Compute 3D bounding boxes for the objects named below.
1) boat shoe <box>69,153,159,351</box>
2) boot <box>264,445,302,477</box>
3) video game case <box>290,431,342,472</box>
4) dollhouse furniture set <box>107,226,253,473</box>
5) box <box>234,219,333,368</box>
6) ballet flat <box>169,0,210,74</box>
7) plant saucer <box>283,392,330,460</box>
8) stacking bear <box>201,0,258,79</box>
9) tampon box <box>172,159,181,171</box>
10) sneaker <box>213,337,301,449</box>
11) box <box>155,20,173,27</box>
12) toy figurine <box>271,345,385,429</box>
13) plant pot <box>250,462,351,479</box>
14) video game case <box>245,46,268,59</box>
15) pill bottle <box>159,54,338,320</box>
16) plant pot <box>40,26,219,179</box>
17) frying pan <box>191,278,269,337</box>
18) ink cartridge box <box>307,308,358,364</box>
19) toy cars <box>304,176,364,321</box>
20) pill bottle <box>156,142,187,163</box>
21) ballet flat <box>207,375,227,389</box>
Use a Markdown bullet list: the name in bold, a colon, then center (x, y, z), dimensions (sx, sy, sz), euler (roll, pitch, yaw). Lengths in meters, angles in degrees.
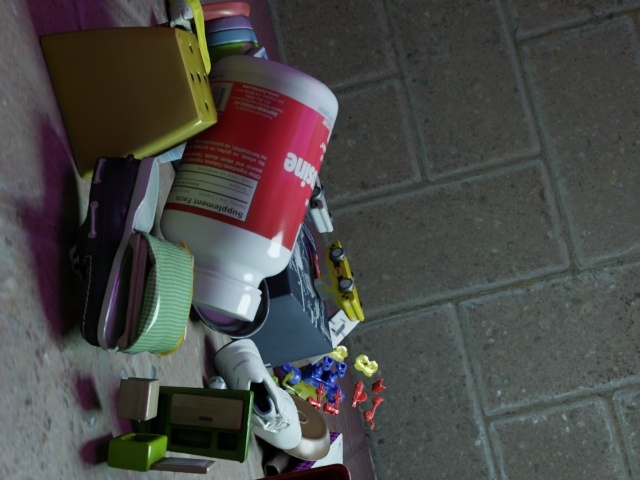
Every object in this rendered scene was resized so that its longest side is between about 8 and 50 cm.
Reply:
- **boat shoe**: center (-0.285, 0.011, 1.226), dimensions (0.114, 0.091, 0.302), euler (94, 2, -49)
- **boot**: center (-0.067, 0.541, 2.066), dimensions (0.207, 0.090, 0.248), euler (-57, 139, -61)
- **video game case**: center (-0.009, 0.565, 2.040), dimensions (0.232, 0.042, 0.210), euler (-30, 123, -65)
- **dollhouse furniture set**: center (-0.170, 0.146, 1.223), dimensions (0.197, 0.151, 0.301), euler (49, 45, -83)
- **box**: center (-0.116, 0.072, 2.039), dimensions (0.343, 0.179, 0.312), euler (59, 19, -59)
- **ballet flat**: center (-0.309, -0.487, 2.133), dimensions (0.077, 0.077, 0.230), euler (-23, 101, -66)
- **plant saucer**: center (-0.054, 0.396, 2.017), dimensions (0.199, 0.036, 0.198), euler (29, 23, -13)
- **stacking bear**: center (-0.233, -0.444, 2.331), dimensions (0.175, 0.164, 0.288), euler (-36, 116, -83)
- **tampon box**: center (-0.238, -0.164, 1.894), dimensions (0.120, 0.102, 0.161), euler (-96, 168, -55)
- **sneaker**: center (-0.113, 0.326, 1.796), dimensions (0.297, 0.111, 0.129), euler (60, -5, -38)
- **box**: center (-0.316, -0.360, 1.938), dimensions (0.207, 0.036, 0.114), euler (-97, 170, -47)
- **toy figurine**: center (-0.048, 0.367, 2.287), dimensions (0.363, 0.217, 0.191), euler (26, 49, -20)
- **plant pot**: center (-0.070, 0.499, 1.368), dimensions (0.235, 0.267, 0.267), euler (94, -14, -71)
- **video game case**: center (-0.182, -0.267, 2.243), dimensions (0.329, 0.036, 0.299), euler (-53, 135, -44)
- **pill bottle**: center (-0.133, -0.083, 1.547), dimensions (0.229, 0.229, 0.407), euler (50, 57, -75)
- **plant pot**: center (-0.271, -0.225, 1.398), dimensions (0.212, 0.187, 0.212), euler (-62, 138, -81)
- **frying pan**: center (-0.204, 0.035, 1.765), dimensions (0.197, 0.053, 0.326), euler (-11, 77, -49)
- **ink cartridge box**: center (0.021, 0.226, 2.209), dimensions (0.056, 0.099, 0.135), euler (48, 45, 1)
- **toy cars**: center (0.000, 0.000, 2.047), dimensions (0.176, 0.087, 0.393), euler (11, 60, -85)
- **pill bottle**: center (-0.242, -0.201, 1.696), dimensions (0.087, 0.160, 0.087), euler (-14, 90, -84)
- **ballet flat**: center (-0.184, 0.296, 1.707), dimensions (0.114, 0.041, 0.041), euler (68, 10, -46)
